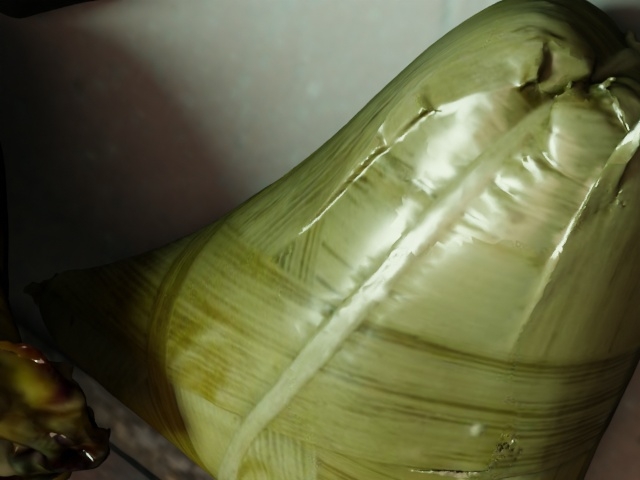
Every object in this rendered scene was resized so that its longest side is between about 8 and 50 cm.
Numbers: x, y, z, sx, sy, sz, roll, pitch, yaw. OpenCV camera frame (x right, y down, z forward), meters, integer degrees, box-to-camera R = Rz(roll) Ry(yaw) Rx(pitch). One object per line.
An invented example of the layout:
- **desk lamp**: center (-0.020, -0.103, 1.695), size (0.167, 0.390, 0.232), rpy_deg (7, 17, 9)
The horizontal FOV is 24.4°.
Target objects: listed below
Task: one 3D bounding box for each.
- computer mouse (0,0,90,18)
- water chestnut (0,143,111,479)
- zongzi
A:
- **computer mouse**: center (-0.141, -0.135, 0.450), size (0.231, 0.071, 0.126), rpy_deg (20, 117, 19)
- **water chestnut**: center (-0.169, 0.029, 0.441), size (0.238, 0.224, 0.224), rpy_deg (7, 113, 8)
- **zongzi**: center (0.000, 0.000, 0.427), size (0.197, 0.099, 0.195), rpy_deg (34, 119, 24)
